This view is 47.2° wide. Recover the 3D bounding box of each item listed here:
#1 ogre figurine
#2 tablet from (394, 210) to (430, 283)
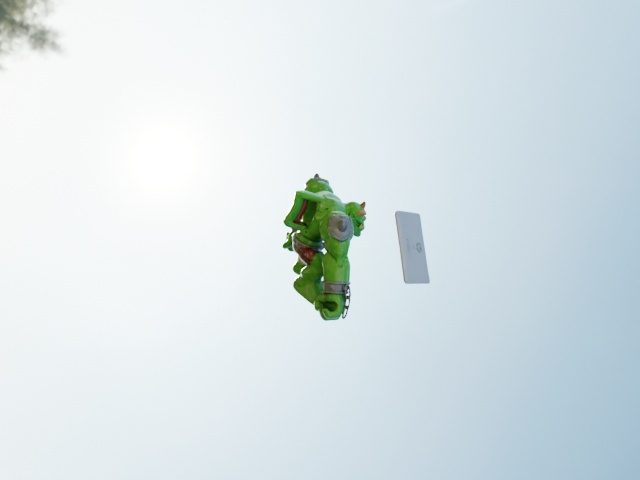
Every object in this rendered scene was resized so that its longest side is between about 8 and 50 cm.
[{"bbox_3d":[0.000,0.000,0.874,0.197,0.096,0.118,-78,-179,-65],"label":"ogre figurine"},{"bbox_3d":[0.105,0.008,0.835,0.006,0.054,0.083,-13,-101,37],"label":"tablet"}]
